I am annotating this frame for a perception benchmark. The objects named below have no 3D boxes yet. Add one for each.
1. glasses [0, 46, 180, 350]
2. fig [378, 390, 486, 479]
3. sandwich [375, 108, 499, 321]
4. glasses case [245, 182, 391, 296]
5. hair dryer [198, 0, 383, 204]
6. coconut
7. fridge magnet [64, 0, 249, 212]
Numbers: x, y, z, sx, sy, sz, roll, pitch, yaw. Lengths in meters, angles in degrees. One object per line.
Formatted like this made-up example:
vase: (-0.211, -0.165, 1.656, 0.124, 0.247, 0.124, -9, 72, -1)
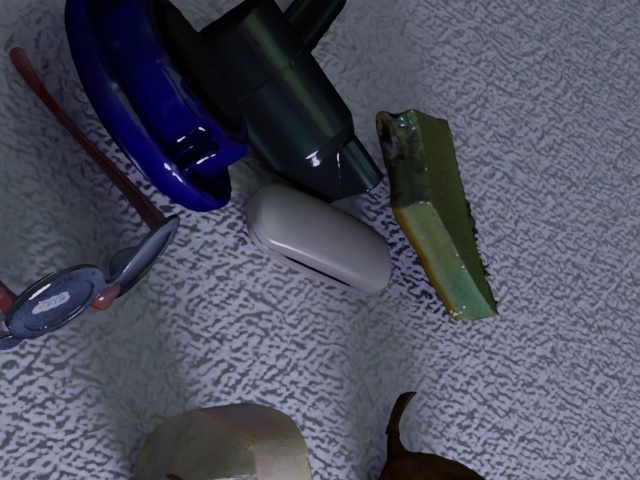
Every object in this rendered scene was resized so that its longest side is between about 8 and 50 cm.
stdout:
glasses: (-0.283, -0.043, 1.786, 0.268, 0.118, 0.234, 49, 41, 11)
fig: (0.100, 0.259, 1.997, 0.201, 0.134, 0.146, 59, 7, 24)
sandwich: (0.126, -0.025, 2.122, 0.212, 0.063, 0.245, 5, 68, -73)
glasses case: (0.000, 0.000, 2.046, 0.204, 0.051, 0.081, 27, 53, -36)
hair dryer: (-0.004, -0.190, 2.107, 0.244, 0.116, 0.302, 55, 35, -16)
coconut: (-0.096, 0.228, 1.769, 0.153, 0.147, 0.147, -7, 77, -55)
fridge magnet: (-0.162, -0.149, 1.862, 0.265, 0.113, 0.265, 56, 12, -18)
